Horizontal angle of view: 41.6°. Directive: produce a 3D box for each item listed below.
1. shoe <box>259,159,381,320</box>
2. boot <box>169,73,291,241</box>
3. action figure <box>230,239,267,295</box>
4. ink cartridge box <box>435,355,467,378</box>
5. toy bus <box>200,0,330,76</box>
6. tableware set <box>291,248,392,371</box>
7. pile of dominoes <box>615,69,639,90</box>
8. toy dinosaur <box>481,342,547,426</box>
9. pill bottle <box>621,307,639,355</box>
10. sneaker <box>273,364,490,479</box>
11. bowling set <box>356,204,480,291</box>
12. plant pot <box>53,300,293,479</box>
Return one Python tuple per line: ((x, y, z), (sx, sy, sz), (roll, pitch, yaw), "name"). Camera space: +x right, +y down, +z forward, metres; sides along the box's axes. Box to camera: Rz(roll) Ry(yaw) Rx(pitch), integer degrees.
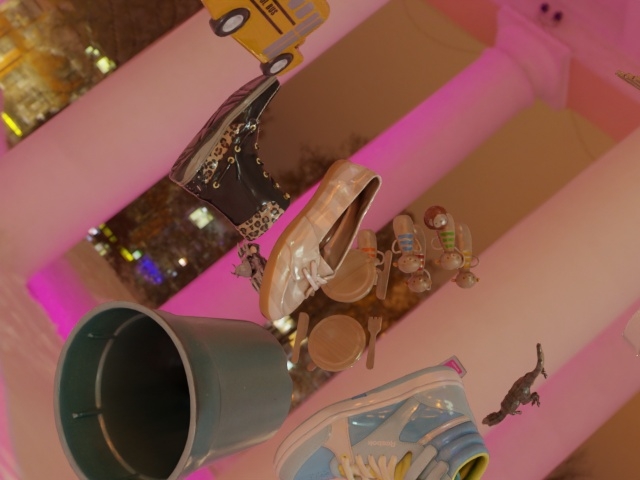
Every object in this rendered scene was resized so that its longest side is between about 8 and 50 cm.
((0.000, 0.000, 0.984), (0.058, 0.219, 0.076), (20, -18, 32), "shoe")
((-0.107, -0.133, 1.352), (0.178, 0.236, 0.085), (44, -14, -23), "boot")
((-0.116, 0.080, 2.201), (0.099, 0.285, 0.185), (-41, -120, 42), "action figure")
((0.187, 0.392, 1.979), (0.065, 0.311, 0.186), (55, -36, 20), "ink cartridge box")
((-0.083, -0.316, 1.059), (0.108, 0.130, 0.332), (57, 10, 12), "toy bus")
((0.035, 0.105, 1.248), (0.128, 0.194, 0.039), (2, -26, 18), "tableware set")
((0.614, -0.224, 1.383), (0.196, 0.040, 0.251), (31, 12, -16), "pile of dominoes")
((0.481, 0.345, 1.977), (0.118, 0.268, 0.064), (0, 36, -43), "toy dinosaur")
((0.385, 0.133, 0.797), (0.193, 0.108, 0.108), (49, -7, 34), "pill bottle")
((0.097, 0.330, 1.232), (0.208, 0.319, 0.127), (64, 0, 40), "sneaker")
((0.221, 0.023, 1.828), (0.200, 0.286, 0.154), (102, -18, -74), "bowling set")
((-0.244, 0.277, 1.547), (0.341, 0.341, 0.334), (47, 23, 26), "plant pot")
